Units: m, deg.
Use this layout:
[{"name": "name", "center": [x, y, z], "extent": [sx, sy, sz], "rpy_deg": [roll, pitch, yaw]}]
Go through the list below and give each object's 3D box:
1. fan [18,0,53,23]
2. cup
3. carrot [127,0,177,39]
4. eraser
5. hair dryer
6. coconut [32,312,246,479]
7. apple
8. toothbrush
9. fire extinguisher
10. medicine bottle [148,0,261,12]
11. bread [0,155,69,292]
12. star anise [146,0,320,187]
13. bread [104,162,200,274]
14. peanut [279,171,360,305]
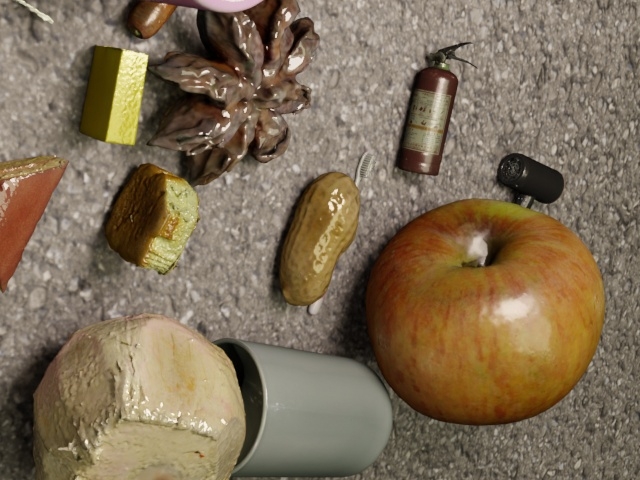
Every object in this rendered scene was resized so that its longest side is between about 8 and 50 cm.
[{"name": "fan", "center": [-0.444, -0.343, 1.240], "extent": [0.310, 0.010, 0.182], "rpy_deg": [35, 82, -38]}, {"name": "cup", "center": [-0.043, 0.273, 1.648], "extent": [0.312, 0.205, 0.205], "rpy_deg": [15, 95, -42]}, {"name": "carrot", "center": [-0.194, -0.350, 1.425], "extent": [0.191, 0.047, 0.047], "rpy_deg": [-54, 130, -17]}, {"name": "eraser", "center": [-0.272, -0.192, 1.375], "extent": [0.045, 0.097, 0.122], "rpy_deg": [5, 101, -34]}, {"name": "hair dryer", "center": [0.356, -0.035, 1.969], "extent": [0.128, 0.070, 0.255], "rpy_deg": [22, 95, -41]}, {"name": "coconut", "center": [-0.249, 0.242, 1.430], "extent": [0.297, 0.254, 0.297], "rpy_deg": [-9, 132, -10]}, {"name": "apple", "center": [0.270, 0.126, 1.740], "extent": [0.400, 0.400, 0.333], "rpy_deg": [-35, 135, -26]}, {"name": "toothbrush", "center": [0.035, -0.011, 1.735], "extent": [0.020, 0.025, 0.286], "rpy_deg": [17, 94, -41]}, {"name": "fire extinguisher", "center": [0.199, -0.222, 1.751], "extent": [0.071, 0.099, 0.231], "rpy_deg": [-3, 109, -62]}, {"name": "medicine bottle", "center": [-0.183, -0.374, 1.257], "extent": [0.178, 0.291, 0.178], "rpy_deg": [-14, 114, -35]}, {"name": "bread", "center": [-0.412, -0.036, 1.332], "extent": [0.119, 0.067, 0.192], "rpy_deg": [24, 88, -41]}, {"name": "star anise", "center": [-0.108, -0.218, 1.468], "extent": [0.332, 0.118, 0.331], "rpy_deg": [-39, 144, -36]}, {"name": "bread", "center": [-0.229, -0.028, 1.444], "extent": [0.069, 0.128, 0.140], "rpy_deg": [31, 87, -46]}, {"name": "peanut", "center": [0.000, 0.000, 1.663], "extent": [0.108, 0.095, 0.225], "rpy_deg": [20, 93, -44]}]
